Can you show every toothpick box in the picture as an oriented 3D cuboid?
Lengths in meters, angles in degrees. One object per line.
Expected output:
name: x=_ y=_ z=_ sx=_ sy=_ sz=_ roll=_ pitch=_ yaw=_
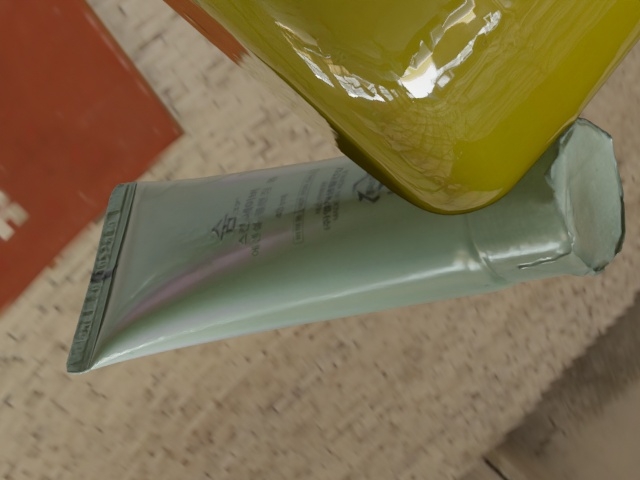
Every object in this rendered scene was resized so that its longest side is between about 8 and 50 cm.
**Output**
toothpick box: x=0.061 y=-0.157 z=0.549 sx=0.175 sy=0.175 sz=0.271 roll=41 pitch=-90 yaw=24

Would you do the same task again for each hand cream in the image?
hand cream: x=0.000 y=0.000 z=0.658 sx=0.205 sy=0.050 sz=0.078 roll=-9 pitch=-122 yaw=35
